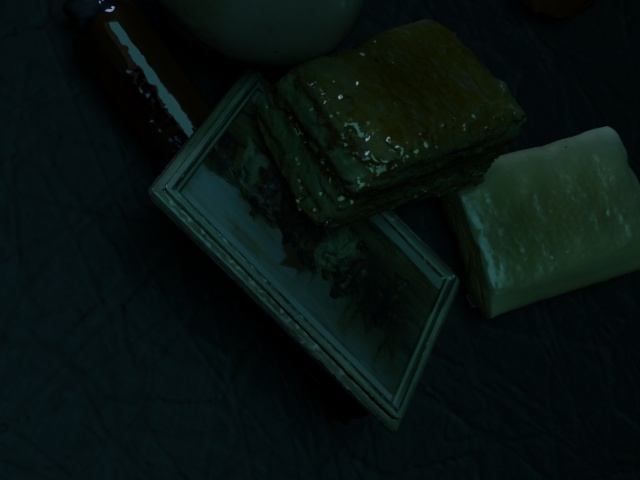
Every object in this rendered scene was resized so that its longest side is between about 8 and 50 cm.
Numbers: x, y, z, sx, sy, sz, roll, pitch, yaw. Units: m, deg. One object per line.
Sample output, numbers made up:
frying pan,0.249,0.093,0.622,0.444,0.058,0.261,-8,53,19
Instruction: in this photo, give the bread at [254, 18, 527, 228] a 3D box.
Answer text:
bread,0.055,-0.097,1.240,0.196,0.102,0.138,-17,59,-37

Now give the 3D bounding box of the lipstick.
lipstick,-0.074,-0.032,1.253,0.077,0.077,0.418,-36,91,-21

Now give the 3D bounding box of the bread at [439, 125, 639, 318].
bread,0.201,-0.017,1.346,0.178,0.060,0.139,-14,82,-19

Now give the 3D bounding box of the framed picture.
framed picture,0.000,0.000,1.228,0.274,0.017,0.217,44,37,-13

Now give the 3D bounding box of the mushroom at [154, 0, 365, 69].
mushroom,-0.068,-0.237,1.252,0.226,0.178,0.226,28,46,-34

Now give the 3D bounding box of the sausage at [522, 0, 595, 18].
sausage,0.227,-0.353,1.407,0.089,0.083,0.300,10,78,-28
